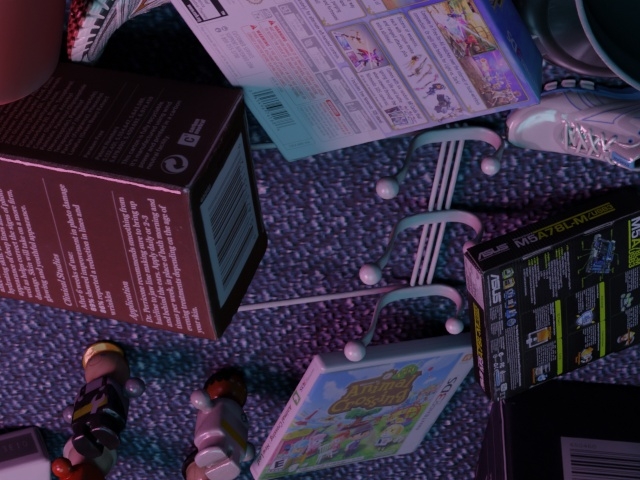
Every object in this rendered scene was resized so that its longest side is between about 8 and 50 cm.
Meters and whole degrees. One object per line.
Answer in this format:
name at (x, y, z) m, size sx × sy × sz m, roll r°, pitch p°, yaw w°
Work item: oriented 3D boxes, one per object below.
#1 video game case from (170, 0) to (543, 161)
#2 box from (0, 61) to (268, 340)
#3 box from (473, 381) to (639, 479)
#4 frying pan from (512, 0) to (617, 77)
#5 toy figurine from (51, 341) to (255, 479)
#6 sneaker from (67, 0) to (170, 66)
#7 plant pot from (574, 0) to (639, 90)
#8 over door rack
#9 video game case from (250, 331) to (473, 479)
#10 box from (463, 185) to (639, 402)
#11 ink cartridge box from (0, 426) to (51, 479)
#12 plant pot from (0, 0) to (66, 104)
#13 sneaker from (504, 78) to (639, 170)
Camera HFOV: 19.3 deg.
video game case at (0.023, -0.192, 1.550) m, size 0.244 × 0.061 × 0.269 m, roll -11°, pitch 139°, yaw 25°
box at (-0.250, -0.051, 1.676) m, size 0.381 × 0.143 × 0.191 m, roll 10°, pitch 137°, yaw 17°
box at (0.269, 0.392, 2.052) m, size 0.212 × 0.293 × 0.395 m, roll 5°, pitch 133°, yaw -2°
frying pan at (0.197, -0.207, 1.655) m, size 0.326 × 0.053 × 0.197 m, roll -10°, pitch 132°, yaw 7°
toy figurine at (-0.178, 0.225, 2.015) m, size 0.213 × 0.148 × 0.209 m, roll 9°, pitch 127°, yaw -4°
sneaker at (-0.148, -0.224, 1.616) m, size 0.092 × 0.088 × 0.225 m, roll 25°, pitch 130°, yaw -24°
plant pot at (0.315, -0.275, 1.461) m, size 0.293 × 0.196 × 0.293 m, roll -5°, pitch 128°, yaw -7°
over door rack at (0.000, 0.000, 1.795) m, size 0.324 × 0.108 × 0.239 m, roll 2°, pitch 133°, yaw -8°
video game case at (0.050, 0.174, 1.968) m, size 0.212 × 0.023 × 0.193 m, roll -6°, pitch 141°, yaw -34°
box at (0.237, 0.055, 1.857) m, size 0.184 × 0.045 × 0.191 m, roll -23°, pitch 135°, yaw -13°
ink cartridge box at (-0.438, 0.337, 2.112) m, size 0.275 × 0.060 × 0.239 m, roll -13°, pitch 138°, yaw -19°
plant pot at (-0.311, -0.275, 1.470) m, size 0.275 × 0.275 × 0.243 m, roll 14°, pitch 124°, yaw -11°
sneaker at (0.265, -0.099, 1.728) m, size 0.190 × 0.083 × 0.071 m, roll -3°, pitch 135°, yaw 7°
